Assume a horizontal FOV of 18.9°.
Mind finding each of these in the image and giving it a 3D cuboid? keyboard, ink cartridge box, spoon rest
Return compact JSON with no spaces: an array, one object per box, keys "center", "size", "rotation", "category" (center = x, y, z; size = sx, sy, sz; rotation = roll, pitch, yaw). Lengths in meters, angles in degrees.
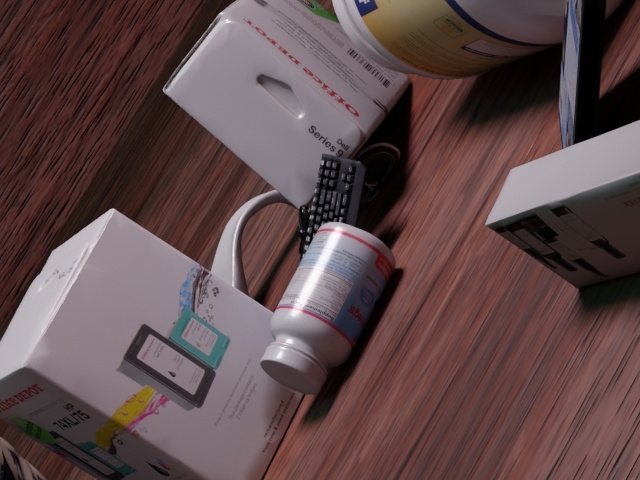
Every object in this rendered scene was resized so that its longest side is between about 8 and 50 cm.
[{"center":[0.000,0.000,2.018],"size":[0.108,0.023,0.180],"rotation":[18,98,59],"category":"keyboard"},{"center":[-0.033,-0.175,2.174],"size":[0.121,0.211,0.289],"rotation":[-49,1,20],"category":"ink cartridge box"},{"center":[-0.100,0.049,2.278],"size":[0.276,0.084,0.137],"rotation":[-60,15,-18],"category":"spoon rest"},{"center":[-0.181,0.136,1.984],"size":[0.198,0.270,0.197],"rotation":[-28,31,61],"category":"ink cartridge box"}]

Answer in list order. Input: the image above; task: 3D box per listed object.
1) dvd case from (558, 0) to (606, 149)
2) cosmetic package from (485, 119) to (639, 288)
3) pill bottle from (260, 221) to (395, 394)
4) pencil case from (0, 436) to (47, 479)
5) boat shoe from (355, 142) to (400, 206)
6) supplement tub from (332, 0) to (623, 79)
[{"center":[0.220,-0.177,1.608],"size":[0.180,0.022,0.253],"rotation":[-84,-5,-59],"category":"dvd case"},{"center":[0.224,-0.026,1.415],"size":[0.060,0.099,0.239],"rotation":[-64,16,-19],"category":"cosmetic package"},{"center":[0.004,0.068,1.907],"size":[0.160,0.087,0.087],"rotation":[-62,16,-21],"category":"pill bottle"},{"center":[-0.373,0.302,2.100],"size":[0.160,0.183,0.410],"rotation":[-21,-24,-1],"category":"pencil case"},{"center":[0.045,-0.063,2.139],"size":[0.125,0.046,0.038],"rotation":[-39,27,42],"category":"boat shoe"},{"center":[0.154,-0.285,1.920],"size":[0.228,0.228,0.316],"rotation":[-60,16,-16],"category":"supplement tub"}]
